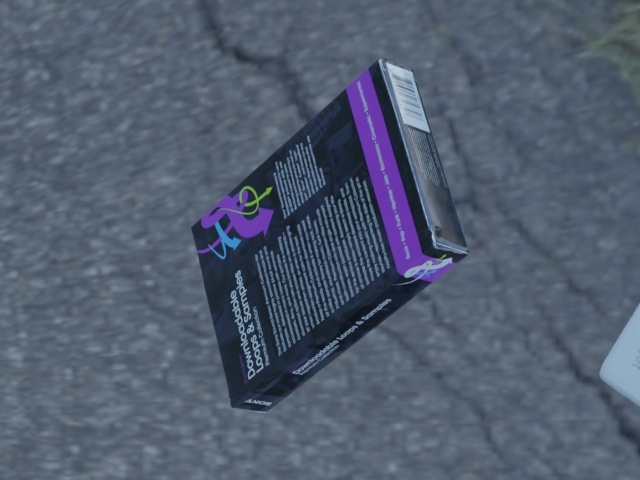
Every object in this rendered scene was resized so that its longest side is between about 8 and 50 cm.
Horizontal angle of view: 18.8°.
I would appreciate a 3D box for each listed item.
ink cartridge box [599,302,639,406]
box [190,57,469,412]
[{"bbox_3d":[0.413,0.074,1.141,0.166,0.395,0.285,18,105,-55],"label":"ink cartridge box"},{"bbox_3d":[0.000,0.000,0.985,0.029,0.162,0.116,17,47,-40],"label":"box"}]
